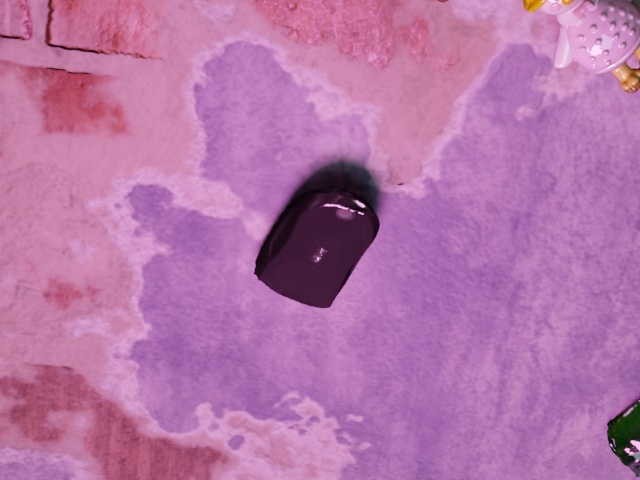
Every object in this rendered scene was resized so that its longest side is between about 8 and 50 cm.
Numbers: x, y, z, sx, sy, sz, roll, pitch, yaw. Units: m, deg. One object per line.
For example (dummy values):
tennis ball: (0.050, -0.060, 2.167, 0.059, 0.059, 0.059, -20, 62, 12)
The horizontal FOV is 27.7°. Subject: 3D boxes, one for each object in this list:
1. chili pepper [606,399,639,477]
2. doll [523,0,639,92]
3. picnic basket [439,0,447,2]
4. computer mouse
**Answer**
chili pepper: (0.482, 0.243, 1.802, 0.108, 0.062, 0.216, 22, 123, -9)
doll: (0.295, -0.252, 1.449, 0.207, 0.081, 0.129, 39, 102, -18)
picnic basket: (0.161, -0.335, 1.371, 0.138, 0.128, 0.178, 28, 114, -12)
computer mouse: (0.000, 0.000, 1.670, 0.122, 0.073, 0.217, 26, 131, -9)
